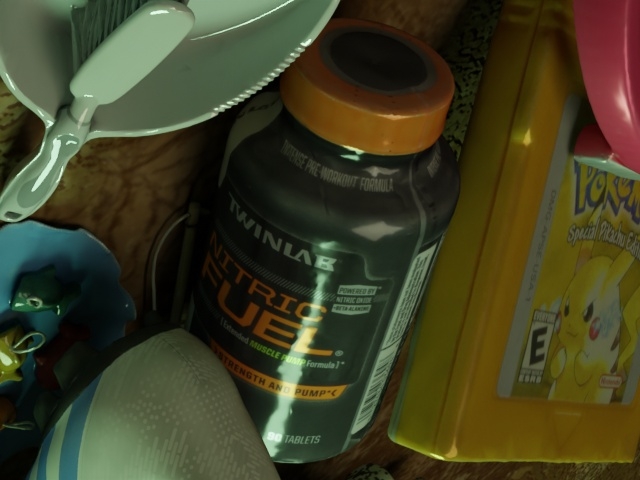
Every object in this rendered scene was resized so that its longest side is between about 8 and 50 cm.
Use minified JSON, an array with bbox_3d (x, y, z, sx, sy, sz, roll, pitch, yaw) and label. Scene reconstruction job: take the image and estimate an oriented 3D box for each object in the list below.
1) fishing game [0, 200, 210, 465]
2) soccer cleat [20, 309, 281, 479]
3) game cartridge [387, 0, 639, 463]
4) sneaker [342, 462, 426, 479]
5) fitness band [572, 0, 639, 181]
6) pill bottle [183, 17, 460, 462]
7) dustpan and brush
[{"bbox_3d":[-0.179,0.074,0.711,0.264,0.041,0.189,-13,135,-37],"label":"fishing game"},{"bbox_3d":[-0.126,0.183,0.752,0.116,0.143,0.331,-23,156,-40],"label":"soccer cleat"},{"bbox_3d":[0.176,-0.014,0.855,0.285,0.052,0.324,13,94,-53],"label":"game cartridge"},{"bbox_3d":[-0.021,0.244,1.009,0.410,0.158,0.182,13,107,-59],"label":"sneaker"},{"bbox_3d":[0.231,-0.137,0.808,0.291,0.054,0.209,5,96,-54],"label":"fitness band"},{"bbox_3d":[0.000,0.000,0.732,0.130,0.130,0.246,-17,139,-35],"label":"pill bottle"},{"bbox_3d":[-0.100,-0.075,0.590,0.147,0.060,0.211,16,147,-31],"label":"dustpan and brush"}]
